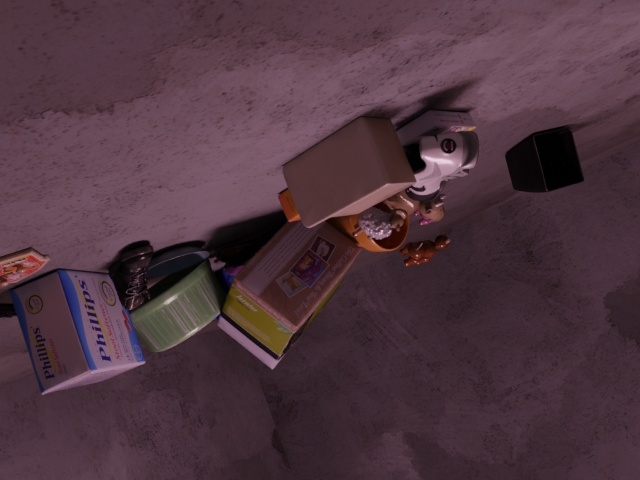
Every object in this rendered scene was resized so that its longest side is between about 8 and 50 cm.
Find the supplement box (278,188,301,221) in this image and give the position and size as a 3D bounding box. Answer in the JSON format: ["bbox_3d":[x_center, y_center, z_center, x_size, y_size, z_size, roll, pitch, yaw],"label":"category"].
[{"bbox_3d":[0.007,-0.127,1.660,0.233,0.080,0.078,-31,169,39],"label":"supplement box"}]

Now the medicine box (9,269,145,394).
[{"bbox_3d":[-0.607,0.226,1.737,0.149,0.263,0.289,-23,171,8],"label":"medicine box"}]

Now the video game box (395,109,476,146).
[{"bbox_3d":[0.235,-0.239,1.616,0.205,0.048,0.187,-28,165,39],"label":"video game box"}]

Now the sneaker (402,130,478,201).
[{"bbox_3d":[0.224,-0.173,1.552,0.146,0.122,0.330,1,166,-11],"label":"sneaker"}]

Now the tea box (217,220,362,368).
[{"bbox_3d":[-0.092,0.137,1.959,0.329,0.220,0.323,-48,173,-35],"label":"tea box"}]

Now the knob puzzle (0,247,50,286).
[{"bbox_3d":[-0.672,0.075,1.459,0.213,0.030,0.213,-21,171,-3],"label":"knob puzzle"}]

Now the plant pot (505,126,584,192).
[{"bbox_3d":[0.725,-0.252,2.268,0.188,0.187,0.167,-16,-179,-32],"label":"plant pot"}]

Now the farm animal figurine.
[{"bbox_3d":[0.243,-0.119,1.822,0.327,0.330,0.172,23,142,-29],"label":"farm animal figurine"}]

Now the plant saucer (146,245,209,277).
[{"bbox_3d":[-0.406,0.052,1.894,0.195,0.037,0.195,-21,170,-4],"label":"plant saucer"}]

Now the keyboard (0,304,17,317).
[{"bbox_3d":[-0.840,0.198,1.768,0.100,0.038,0.192,-22,170,8],"label":"keyboard"}]

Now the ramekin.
[{"bbox_3d":[-0.419,0.191,2.002,0.303,0.148,0.303,-31,-169,6],"label":"ramekin"}]

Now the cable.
[{"bbox_3d":[-0.207,-0.002,2.067,0.287,0.072,0.139,-34,152,6],"label":"cable"}]

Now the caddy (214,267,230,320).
[{"bbox_3d":[-0.365,0.212,2.474,0.241,0.179,0.341,-17,170,-20],"label":"caddy"}]

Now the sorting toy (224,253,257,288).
[{"bbox_3d":[-0.188,0.116,2.344,0.127,0.126,0.365,17,-163,36],"label":"sorting toy"}]

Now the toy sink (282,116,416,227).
[{"bbox_3d":[0.061,-0.141,1.468,0.234,0.153,0.131,-29,169,35],"label":"toy sink"}]

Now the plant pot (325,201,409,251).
[{"bbox_3d":[0.120,-0.063,1.981,0.188,0.205,0.205,-9,-178,45],"label":"plant pot"}]

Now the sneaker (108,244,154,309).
[{"bbox_3d":[-0.463,0.094,1.730,0.087,0.130,0.227,-16,168,-39],"label":"sneaker"}]
